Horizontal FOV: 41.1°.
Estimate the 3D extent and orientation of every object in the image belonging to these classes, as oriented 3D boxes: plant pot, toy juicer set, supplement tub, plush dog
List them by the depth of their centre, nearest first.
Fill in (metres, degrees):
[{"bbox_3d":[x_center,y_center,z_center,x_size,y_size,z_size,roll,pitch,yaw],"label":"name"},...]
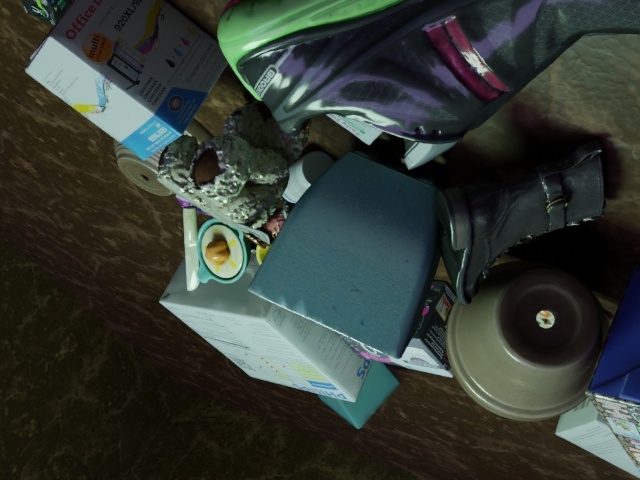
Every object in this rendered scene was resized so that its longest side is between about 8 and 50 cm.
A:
[{"bbox_3d":[-0.097,-0.131,1.311,0.211,0.225,0.262,37,169,-26],"label":"plush dog"},{"bbox_3d":[0.330,0.142,1.312,0.263,0.263,0.229,24,169,10],"label":"plant pot"},{"bbox_3d":[0.074,0.000,1.329,0.248,0.252,0.247,24,-171,10],"label":"plant pot"},{"bbox_3d":[-0.024,-0.109,1.480,0.071,0.071,0.107,35,157,-16],"label":"supplement tub"},{"bbox_3d":[-0.311,-0.163,1.646,0.238,0.109,0.237,23,157,10],"label":"plant pot"},{"bbox_3d":[-0.206,-0.016,1.720,0.329,0.090,0.209,-15,93,39],"label":"toy juicer set"},{"bbox_3d":[0.055,0.319,2.144,0.166,0.165,0.234,30,161,45],"label":"plant pot"}]

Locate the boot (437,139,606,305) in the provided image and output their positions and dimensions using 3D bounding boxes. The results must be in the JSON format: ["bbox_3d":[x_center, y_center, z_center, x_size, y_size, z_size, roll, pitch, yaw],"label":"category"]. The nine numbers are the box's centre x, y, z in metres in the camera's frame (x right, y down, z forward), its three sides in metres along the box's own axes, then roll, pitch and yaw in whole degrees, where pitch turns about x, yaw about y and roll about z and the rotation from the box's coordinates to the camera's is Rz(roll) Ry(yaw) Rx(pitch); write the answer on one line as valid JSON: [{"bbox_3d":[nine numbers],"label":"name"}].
[{"bbox_3d":[0.283,-0.015,1.178,0.229,0.091,0.263,-16,145,-1],"label":"boot"}]

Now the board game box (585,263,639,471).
[{"bbox_3d":[0.550,0.214,1.300,0.141,0.232,0.291,7,149,43],"label":"board game box"}]

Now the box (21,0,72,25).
[{"bbox_3d":[-0.444,-0.398,1.370,0.062,0.052,0.083,25,159,6],"label":"box"}]

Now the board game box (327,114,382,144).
[{"bbox_3d":[0.047,-0.263,1.041,0.224,0.097,0.303,33,156,-9],"label":"board game box"}]

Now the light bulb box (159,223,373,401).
[{"bbox_3d":[-0.097,0.160,1.933,0.358,0.225,0.361,5,149,42],"label":"light bulb box"}]

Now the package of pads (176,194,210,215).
[{"bbox_3d":[-0.271,-0.085,1.862,0.083,0.032,0.050,18,153,23],"label":"package of pads"}]

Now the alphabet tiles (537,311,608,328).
[{"bbox_3d":[0.417,0.154,1.598,0.278,0.021,0.284,28,157,2],"label":"alphabet tiles"}]

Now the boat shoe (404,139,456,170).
[{"bbox_3d":[0.153,-0.162,1.179,0.070,0.078,0.219,60,166,10],"label":"boat shoe"}]

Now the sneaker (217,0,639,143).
[{"bbox_3d":[0.142,-0.204,0.826,0.483,0.185,0.202,-3,129,25],"label":"sneaker"}]

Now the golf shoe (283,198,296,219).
[{"bbox_3d":[0.000,0.000,1.649,0.120,0.105,0.273,12,153,49],"label":"golf shoe"}]

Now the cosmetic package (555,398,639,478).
[{"bbox_3d":[0.665,0.378,1.618,0.366,0.155,0.197,27,158,1],"label":"cosmetic package"}]

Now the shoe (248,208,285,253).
[{"bbox_3d":[-0.091,-0.014,1.742,0.063,0.081,0.178,41,154,-28],"label":"shoe"}]

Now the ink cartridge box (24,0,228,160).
[{"bbox_3d":[-0.295,-0.273,1.309,0.233,0.171,0.168,37,156,-21],"label":"ink cartridge box"}]

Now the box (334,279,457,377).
[{"bbox_3d":[0.165,0.172,1.767,0.247,0.142,0.163,7,149,42],"label":"box"}]
